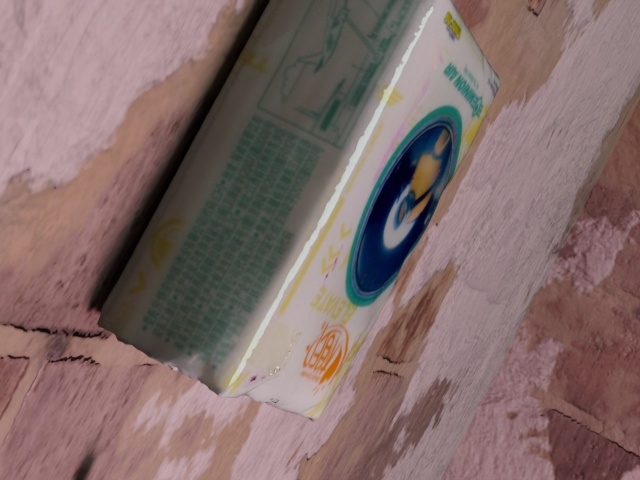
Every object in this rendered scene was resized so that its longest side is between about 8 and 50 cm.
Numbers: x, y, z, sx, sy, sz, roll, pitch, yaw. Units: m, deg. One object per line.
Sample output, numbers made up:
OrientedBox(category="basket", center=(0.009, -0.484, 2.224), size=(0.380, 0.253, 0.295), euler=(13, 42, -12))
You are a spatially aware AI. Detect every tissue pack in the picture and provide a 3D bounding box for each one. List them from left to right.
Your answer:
OrientedBox(category="tissue pack", center=(-0.004, -0.046, 1.396), size=(0.388, 0.162, 0.287), euler=(-61, 159, -2))
